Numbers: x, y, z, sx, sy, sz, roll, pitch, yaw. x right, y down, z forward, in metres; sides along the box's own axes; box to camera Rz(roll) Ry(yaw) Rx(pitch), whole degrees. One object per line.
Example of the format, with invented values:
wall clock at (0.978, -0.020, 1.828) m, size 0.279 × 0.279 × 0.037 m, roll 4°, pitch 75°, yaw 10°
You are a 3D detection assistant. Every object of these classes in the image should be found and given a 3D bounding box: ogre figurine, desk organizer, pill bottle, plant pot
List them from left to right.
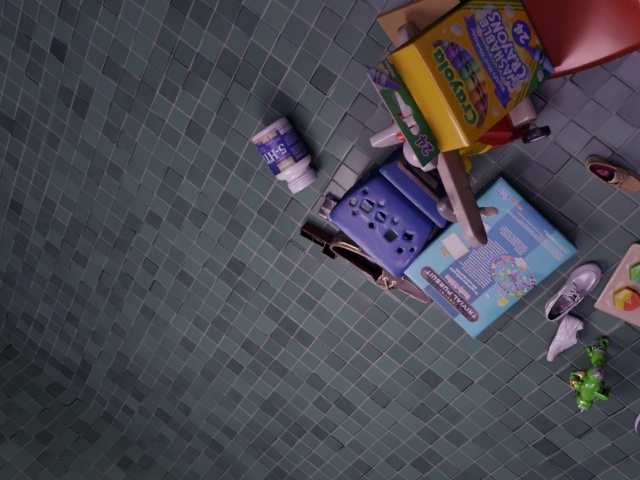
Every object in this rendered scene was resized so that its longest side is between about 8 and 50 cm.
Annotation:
pill bottle at (-0.090, -0.226, 1.633) m, size 0.112 × 0.112 × 0.186 m, roll -27°, pitch 102°, yaw 33°
desk organizer at (0.000, 0.000, 1.745) m, size 0.130 × 0.050 × 0.047 m, roll 29°, pitch 124°, yaw 9°
plant pot at (0.193, -0.088, 1.505) m, size 0.236 × 0.236 × 0.212 m, roll 43°, pitch 118°, yaw -1°
plant pot at (0.490, -0.465, 1.158) m, size 0.267 × 0.267 × 0.236 m, roll 52°, pitch 138°, yaw -7°
ogre figurine at (0.695, 0.354, 1.563) m, size 0.097 × 0.118 × 0.197 m, roll 33°, pitch 124°, yaw 7°

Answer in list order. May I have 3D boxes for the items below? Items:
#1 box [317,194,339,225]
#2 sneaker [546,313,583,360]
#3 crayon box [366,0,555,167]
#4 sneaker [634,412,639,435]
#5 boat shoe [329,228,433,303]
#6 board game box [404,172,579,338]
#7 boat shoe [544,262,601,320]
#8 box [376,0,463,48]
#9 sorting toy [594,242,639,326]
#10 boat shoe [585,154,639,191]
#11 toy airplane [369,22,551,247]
box at (0.039, -0.081, 1.704) m, size 0.083 × 0.018 × 0.067 m, roll 31°, pitch 124°, yaw 7°
sneaker at (0.633, 0.260, 1.583) m, size 0.061 × 0.053 × 0.152 m, roll 20°, pitch 122°, yaw 11°
crayon box at (0.260, -0.303, 1.089) m, size 0.203 × 0.323 × 0.083 m, roll 56°, pitch 157°, yaw -16°
sneaker at (0.880, 0.469, 1.511) m, size 0.086 × 0.163 × 0.226 m, roll 39°, pitch 127°, yaw 0°
boat shoe at (0.173, 0.076, 1.654) m, size 0.324 × 0.096 × 0.116 m, roll 38°, pitch 154°, yaw 5°
board game box at (0.412, 0.040, 1.511) m, size 0.254 × 0.079 × 0.336 m, roll 44°, pitch 111°, yaw -1°
boat shoe at (0.623, 0.132, 1.513) m, size 0.066 × 0.063 × 0.184 m, roll 40°, pitch 126°, yaw 1°
box at (0.245, -0.457, 1.331) m, size 0.201 × 0.021 × 0.164 m, roll -2°, pitch 143°, yaw 46°
sorting toy at (0.789, 0.126, 1.447) m, size 0.193 × 0.038 × 0.208 m, roll 24°, pitch 124°, yaw 12°
boat shoe at (0.657, -0.142, 1.364) m, size 0.135 × 0.045 × 0.050 m, roll 27°, pitch 124°, yaw 10°
toy airplane at (0.255, -0.223, 1.289) m, size 0.384 × 0.386 × 0.272 m, roll 34°, pitch 152°, yaw -16°
